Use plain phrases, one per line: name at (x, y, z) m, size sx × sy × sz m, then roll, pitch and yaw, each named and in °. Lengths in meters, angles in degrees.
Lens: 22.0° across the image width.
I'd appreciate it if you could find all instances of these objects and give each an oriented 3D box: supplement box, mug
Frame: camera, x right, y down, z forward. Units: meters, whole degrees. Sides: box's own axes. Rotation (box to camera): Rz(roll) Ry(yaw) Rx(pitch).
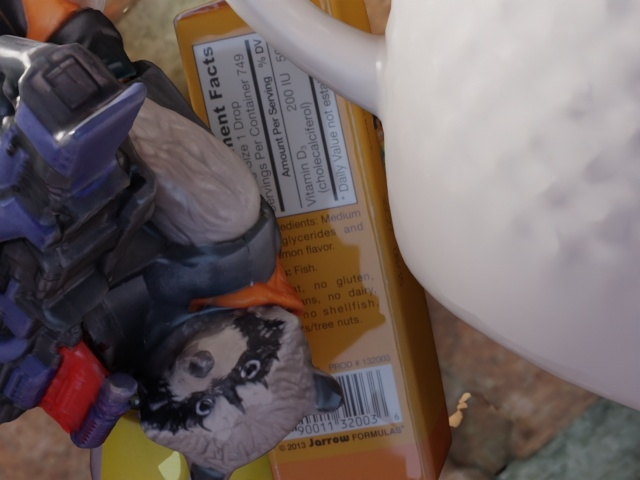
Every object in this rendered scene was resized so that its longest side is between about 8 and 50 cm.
supplement box at (0.000, 0.000, 0.750) m, size 0.080 × 0.078 × 0.233 m, roll -8°, pitch 97°, yaw 12°
mug at (0.123, -0.129, 0.617) m, size 0.374 × 0.276 × 0.328 m, roll 24°, pitch 105°, yaw 6°

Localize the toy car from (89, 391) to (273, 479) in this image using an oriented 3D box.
toy car at (-0.160, 0.083, 0.796) m, size 0.239 × 0.053 × 0.225 m, roll -28°, pitch 95°, yaw 11°

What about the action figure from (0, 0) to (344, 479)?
action figure at (-0.091, -0.060, 0.632) m, size 0.178 × 0.341 × 0.330 m, roll -28°, pitch 88°, yaw -25°
